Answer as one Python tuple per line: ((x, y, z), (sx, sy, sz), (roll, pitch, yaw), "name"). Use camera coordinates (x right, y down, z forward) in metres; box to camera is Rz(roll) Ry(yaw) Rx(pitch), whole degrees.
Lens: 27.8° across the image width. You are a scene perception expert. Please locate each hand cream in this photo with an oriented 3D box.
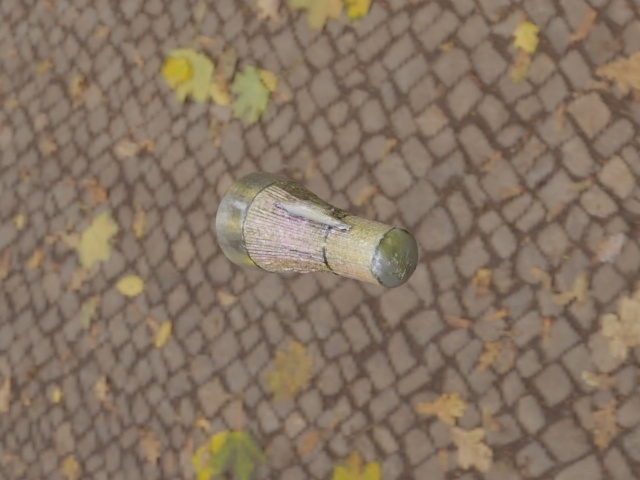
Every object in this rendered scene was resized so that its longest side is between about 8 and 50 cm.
((0.000, 0.000, 1.019), (0.203, 0.084, 0.084), (18, 96, 53), "hand cream")
